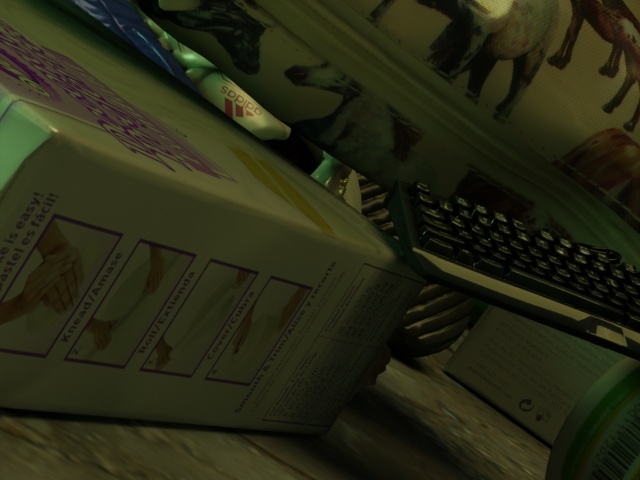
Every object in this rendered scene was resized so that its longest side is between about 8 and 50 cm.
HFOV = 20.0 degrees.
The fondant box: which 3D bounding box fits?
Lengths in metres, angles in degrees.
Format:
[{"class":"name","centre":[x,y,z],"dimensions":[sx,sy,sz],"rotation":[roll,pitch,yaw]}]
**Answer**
[{"class":"fondant box","centre":[-0.120,-0.036,0.691],"dimensions":[0.238,0.096,0.330],"rotation":[37,8,22]}]

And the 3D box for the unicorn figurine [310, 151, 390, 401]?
[{"class":"unicorn figurine","centre":[0.000,0.000,0.943],"dimensions":[0.060,0.161,0.111],"rotation":[-9,1,29]}]

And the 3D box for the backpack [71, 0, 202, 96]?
[{"class":"backpack","centre":[-0.128,-0.072,0.936],"dimensions":[0.120,0.098,0.101],"rotation":[49,20,17]}]

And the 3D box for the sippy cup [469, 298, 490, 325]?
[{"class":"sippy cup","centre":[0.181,-0.040,1.644],"dimensions":[0.240,0.224,0.305],"rotation":[28,9,-41]}]

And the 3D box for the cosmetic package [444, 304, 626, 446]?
[{"class":"cosmetic package","centre":[0.222,0.035,1.279],"dimensions":[0.138,0.224,0.224],"rotation":[35,7,12]}]

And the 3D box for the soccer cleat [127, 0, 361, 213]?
[{"class":"soccer cleat","centre":[-0.067,-0.117,1.019],"dimensions":[0.331,0.116,0.143],"rotation":[61,4,-12]}]

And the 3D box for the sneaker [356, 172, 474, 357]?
[{"class":"sneaker","centre":[-0.021,-0.050,1.213],"dimensions":[0.122,0.146,0.330],"rotation":[-15,69,-48]}]

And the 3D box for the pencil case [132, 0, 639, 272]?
[{"class":"pencil case","centre":[0.036,-0.103,0.859],"dimensions":[0.410,0.160,0.183],"rotation":[33,37,-28]}]

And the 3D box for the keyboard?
[{"class":"keyboard","centre":[0.114,0.017,0.793],"dimensions":[0.180,0.023,0.108],"rotation":[22,18,-14]}]

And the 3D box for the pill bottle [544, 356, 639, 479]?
[{"class":"pill bottle","centre":[0.214,0.150,0.778],"dimensions":[0.136,0.136,0.246],"rotation":[30,8,-34]}]
